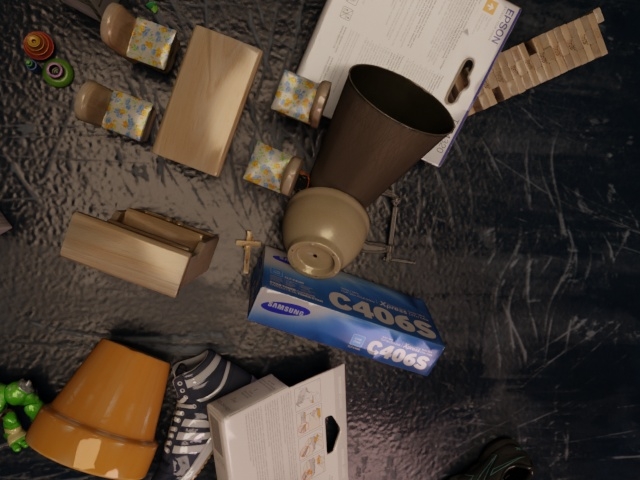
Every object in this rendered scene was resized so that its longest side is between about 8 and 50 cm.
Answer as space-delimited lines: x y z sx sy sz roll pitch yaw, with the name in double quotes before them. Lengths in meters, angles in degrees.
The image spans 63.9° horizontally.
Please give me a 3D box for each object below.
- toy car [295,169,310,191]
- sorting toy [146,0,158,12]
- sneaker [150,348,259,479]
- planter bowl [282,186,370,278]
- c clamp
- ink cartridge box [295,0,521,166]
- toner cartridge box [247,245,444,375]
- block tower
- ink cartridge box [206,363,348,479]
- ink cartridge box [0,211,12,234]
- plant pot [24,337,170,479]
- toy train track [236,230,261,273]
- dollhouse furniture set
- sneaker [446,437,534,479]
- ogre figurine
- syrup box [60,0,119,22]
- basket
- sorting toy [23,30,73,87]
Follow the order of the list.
"toy car" -0.040 -0.084 1.007 0.041 0.060 0.121 -26 123 -52
"sorting toy" -0.314 -0.456 0.930 0.062 0.012 0.083 4 89 -17
"sneaker" -0.253 0.331 0.946 0.153 0.099 0.282 44 78 -16
"planter bowl" 0.000 0.000 0.924 0.162 0.162 0.109 29 47 -12
"c clamp" 0.128 -0.032 1.045 0.137 0.022 0.160 1 95 -7
"ink cartridge box" 0.148 -0.349 0.962 0.331 0.071 0.323 22 105 -12
"toner cartridge box" 0.045 0.128 0.956 0.348 0.165 0.075 19 111 -13
"block tower" 0.421 -0.357 1.048 0.336 0.091 0.097 -27 99 -8
"ink cartridge box" -0.069 0.393 0.973 0.261 0.066 0.295 -16 113 -35
"ink cartridge box" -0.618 -0.081 0.821 0.086 0.148 0.203 -33 100 -7
"plant pot" -0.357 0.278 0.885 0.205 0.205 0.187 26 73 -12
"toy train track" -0.142 0.022 0.995 0.048 0.014 0.083 4 98 -19
"dollhouse furniture set" -0.216 -0.143 0.818 0.363 0.256 0.393 20 95 -3
"sneaker" 0.337 0.532 1.079 0.267 0.106 0.101 -45 102 -4
"ogre figurine" -0.572 0.299 0.888 0.197 0.097 0.118 3 111 3
"syrup box" -0.383 -0.438 0.803 0.093 0.237 0.096 26 88 -11
"basket" 0.087 -0.164 0.911 0.205 0.226 0.154 17 46 -20
"sorting toy" -0.480 -0.314 0.890 0.061 0.042 0.101 -35 100 -7
